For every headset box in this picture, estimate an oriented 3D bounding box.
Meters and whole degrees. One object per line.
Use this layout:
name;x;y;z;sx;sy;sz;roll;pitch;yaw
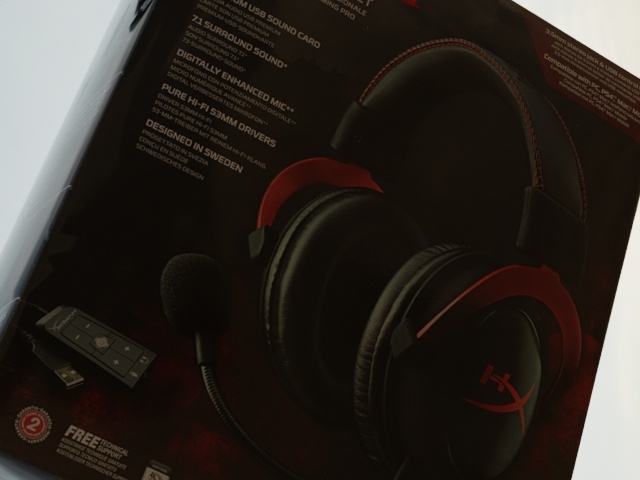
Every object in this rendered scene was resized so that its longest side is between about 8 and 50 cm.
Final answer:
headset box;0.000;0.000;0.572;0.218;0.110;0.293;29;-119;-16
